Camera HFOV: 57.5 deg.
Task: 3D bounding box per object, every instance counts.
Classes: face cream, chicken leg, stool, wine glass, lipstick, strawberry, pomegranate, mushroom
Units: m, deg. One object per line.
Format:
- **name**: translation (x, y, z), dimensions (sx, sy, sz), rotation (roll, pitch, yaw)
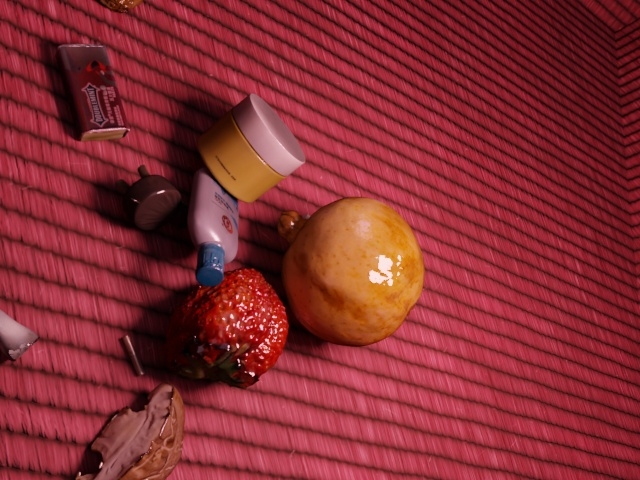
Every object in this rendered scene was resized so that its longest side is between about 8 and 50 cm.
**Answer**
- **face cream**: translation (-0.174, -0.230, 1.478), dimensions (0.218, 0.179, 0.218), rotation (49, 15, -18)
- **chicken leg**: translation (-0.478, -0.673, 1.541), dimensions (0.107, 0.087, 0.251), rotation (50, 48, -1)
- **stool**: translation (-0.385, -0.092, 1.379), dimensions (0.121, 0.125, 0.217), rotation (45, 13, 27)
- **face cream**: translation (-0.252, -0.029, 1.373), dimensions (0.163, 0.080, 0.336), rotation (57, 16, -37)
- **wine glass**: translation (-0.639, 0.166, 1.150), dimensions (0.155, 0.072, 0.072), rotation (47, 54, -11)
- **lipstick**: translation (-0.417, 0.257, 1.301), dimensions (0.019, 0.019, 0.094), rotation (-23, 88, -38)
- **strawberry**: translation (-0.212, 0.188, 1.341), dimensions (0.250, 0.239, 0.288), rotation (55, 37, -45)
- **pomegranate**: translation (0.058, 0.062, 1.476), dimensions (0.410, 0.410, 0.409), rotation (12, 68, -31)
- **mushroom**: translation (-0.371, 0.448, 1.215), dimensions (0.285, 0.156, 0.151), rotation (-52, 133, -34)

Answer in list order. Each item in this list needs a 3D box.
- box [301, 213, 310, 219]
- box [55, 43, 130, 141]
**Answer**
- **box**: translation (0.000, 0.000, 1.664), dimensions (0.154, 0.040, 0.083), rotation (34, 56, -22)
- **box**: translation (-0.543, -0.352, 1.394), dimensions (0.120, 0.069, 0.224), rotation (-11, 82, -37)
